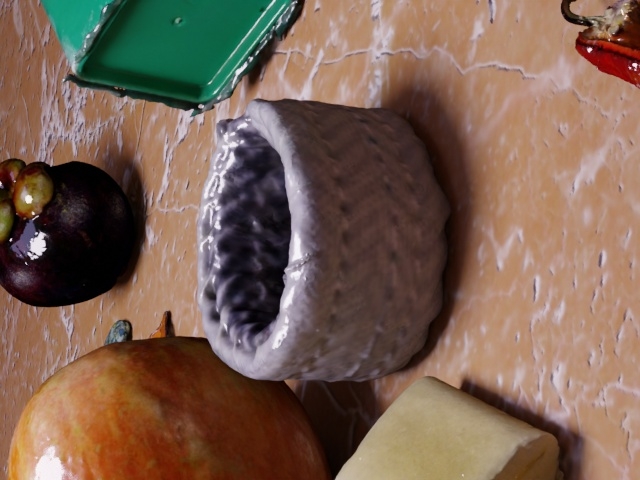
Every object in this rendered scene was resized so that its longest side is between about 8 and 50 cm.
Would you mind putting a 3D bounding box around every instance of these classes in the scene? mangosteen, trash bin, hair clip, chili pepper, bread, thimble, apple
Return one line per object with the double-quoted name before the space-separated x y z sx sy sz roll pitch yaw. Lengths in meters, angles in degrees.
"mangosteen" -0.336 -0.019 2.060 0.194 0.230 0.194 -42 31 32
"trash bin" -0.204 -0.334 1.795 0.295 0.259 0.381 -47 48 35
"hair clip" -0.275 0.200 2.120 0.066 0.036 0.229 -124 45 -60
"chili pepper" 0.233 -0.122 1.151 0.268 0.059 0.050 38 158 56
"bread" 0.094 0.182 1.314 0.139 0.060 0.178 -49 27 -7
"thimble" 0.000 0.000 1.474 0.217 0.157 0.245 -39 53 52
"apple" -0.123 0.240 1.528 0.301 0.301 0.302 -16 72 62

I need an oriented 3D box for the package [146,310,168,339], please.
"package" -0.196 0.141 1.979 0.111 0.033 0.077 -48 20 31
